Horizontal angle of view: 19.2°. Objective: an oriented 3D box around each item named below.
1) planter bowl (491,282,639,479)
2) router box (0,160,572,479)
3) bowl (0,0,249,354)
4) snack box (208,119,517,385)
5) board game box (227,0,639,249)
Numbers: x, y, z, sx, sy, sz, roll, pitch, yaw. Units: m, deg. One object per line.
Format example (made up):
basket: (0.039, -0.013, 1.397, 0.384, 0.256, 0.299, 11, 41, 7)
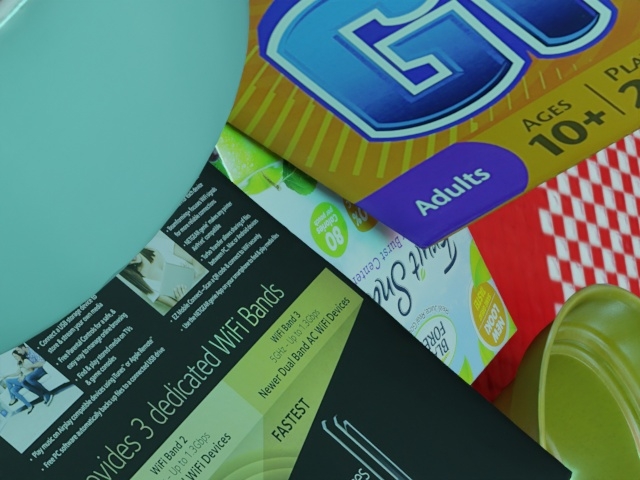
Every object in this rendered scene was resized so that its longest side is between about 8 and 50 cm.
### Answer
planter bowl: (0.144, 0.139, 1.059, 0.217, 0.090, 0.217, 26, 55, -46)
router box: (-0.066, 0.110, 0.702, 0.243, 0.081, 0.309, 41, 38, 3)
bowl: (-0.147, -0.074, 0.597, 0.163, 0.311, 0.312, 58, 34, -48)
snack box: (0.000, 0.000, 0.937, 0.174, 0.070, 0.207, -43, 111, -53)
board game box: (0.055, -0.284, 0.817, 0.356, 0.356, 0.357, 32, 44, -31)
